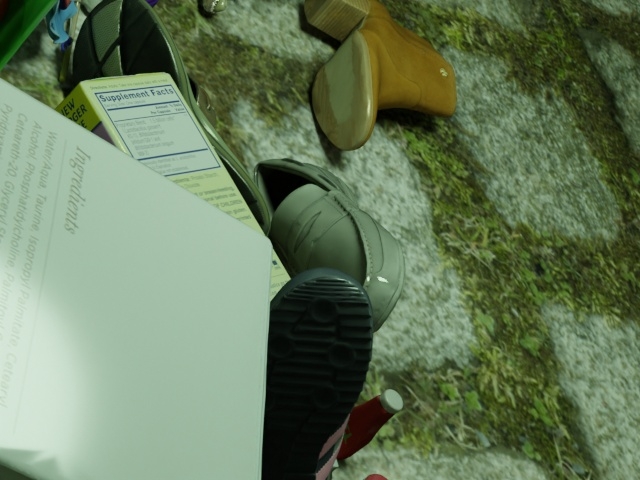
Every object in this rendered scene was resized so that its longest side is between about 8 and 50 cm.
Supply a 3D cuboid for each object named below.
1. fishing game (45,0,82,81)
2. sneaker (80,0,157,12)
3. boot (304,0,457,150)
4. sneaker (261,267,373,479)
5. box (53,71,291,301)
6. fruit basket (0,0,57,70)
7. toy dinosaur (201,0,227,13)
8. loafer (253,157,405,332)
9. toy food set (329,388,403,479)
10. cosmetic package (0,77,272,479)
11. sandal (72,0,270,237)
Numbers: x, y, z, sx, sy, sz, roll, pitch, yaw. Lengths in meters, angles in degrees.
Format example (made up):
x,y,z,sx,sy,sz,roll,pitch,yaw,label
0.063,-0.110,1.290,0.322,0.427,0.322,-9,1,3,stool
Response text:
x,y,z,sx,sy,sz,roll,pitch,yaw,label
-0.250,-0.290,1.711,0.041,0.264,0.189,3,44,-2,fishing game
-0.191,-0.374,1.929,0.102,0.146,0.293,27,40,-31,sneaker
0.092,-0.193,2.124,0.211,0.104,0.295,25,37,-33,boot
-0.026,0.138,1.511,0.112,0.319,0.131,14,31,-4,sneaker
-0.176,0.012,1.512,0.117,0.213,0.243,-13,68,-53,box
-0.403,-0.259,1.443,0.392,0.283,0.392,37,21,-17,fruit basket
-0.048,-0.337,2.095,0.268,0.118,0.064,-37,127,-57,toy dinosaur
0.000,0.000,1.762,0.111,0.112,0.319,27,11,-24,loafer
0.020,0.187,1.671,0.111,0.104,0.232,9,52,-45,toy food set
-0.285,0.105,1.193,0.393,0.329,0.327,31,37,-26,cosmetic package
-0.155,-0.112,1.767,0.303,0.120,0.086,60,17,-3,sandal
